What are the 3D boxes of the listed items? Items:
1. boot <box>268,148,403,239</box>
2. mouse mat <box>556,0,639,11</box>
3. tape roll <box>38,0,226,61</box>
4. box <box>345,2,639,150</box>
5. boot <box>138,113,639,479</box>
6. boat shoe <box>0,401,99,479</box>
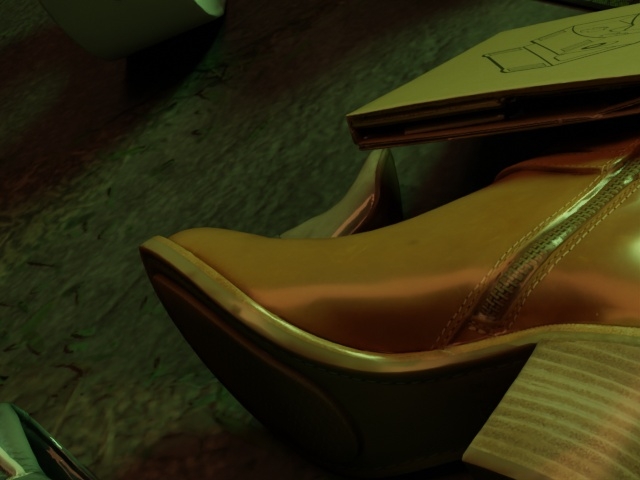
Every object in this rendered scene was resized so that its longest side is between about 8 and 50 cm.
[{"bbox_3d":[0.000,0.000,0.557,0.087,0.042,0.118,-16,38,18],"label":"boot"},{"bbox_3d":[0.237,-0.210,0.690,0.190,0.007,0.153,-40,38,-18],"label":"mouse mat"},{"bbox_3d":[-0.176,-0.289,0.807,0.100,0.286,0.286,-19,38,10],"label":"tape roll"},{"bbox_3d":[0.131,-0.093,0.529,0.164,0.021,0.201,-5,18,34],"label":"box"},{"bbox_3d":[0.073,0.000,0.454,0.283,0.109,0.220,15,53,42],"label":"boot"},{"bbox_3d":[-0.061,0.127,0.384,0.319,0.116,0.099,5,51,42],"label":"boat shoe"}]
